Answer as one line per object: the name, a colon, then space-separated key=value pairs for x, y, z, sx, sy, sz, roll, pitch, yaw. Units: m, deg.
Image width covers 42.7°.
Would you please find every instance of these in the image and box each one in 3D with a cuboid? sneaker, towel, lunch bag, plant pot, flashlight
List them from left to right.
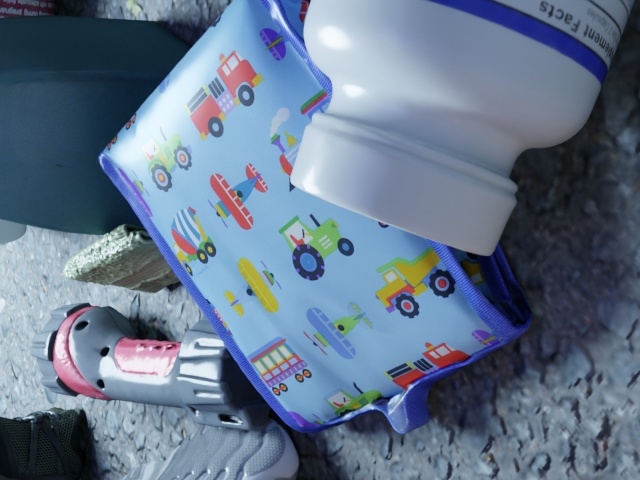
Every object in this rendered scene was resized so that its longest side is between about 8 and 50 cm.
sneaker: x=-0.364 y=0.222 z=0.947 sx=0.087 sy=0.227 sz=0.130 roll=-23 pitch=31 yaw=41
plant pot: x=-0.229 y=-0.106 z=0.729 sx=0.166 sy=0.234 sz=0.165 roll=39 pitch=120 yaw=40
towel: x=-0.164 y=0.019 z=0.760 sx=0.148 sy=0.110 sz=0.027 roll=-21 pitch=66 yaw=46
flashlight: x=-0.160 y=0.106 z=0.778 sx=0.304 sy=0.103 sz=0.103 roll=-8 pitch=129 yaw=44
sneaker: x=-0.104 y=0.244 z=0.746 sx=0.115 sy=0.105 sz=0.281 roll=49 pitch=130 yaw=-10
lunch bag: x=0.000 y=0.000 z=0.581 sx=0.221 sy=0.138 sz=0.293 roll=-36 pitch=76 yaw=40

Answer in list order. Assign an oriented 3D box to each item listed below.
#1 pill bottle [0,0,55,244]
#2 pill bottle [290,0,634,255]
pill bottle: x=-0.428 y=-0.202 z=0.946 sx=0.224 sy=0.224 sz=0.392 roll=21 pitch=108 yaw=45
pill bottle: x=0.081 y=-0.137 z=0.410 sx=0.152 sy=0.152 sz=0.272 roll=26 pitch=99 yaw=44
